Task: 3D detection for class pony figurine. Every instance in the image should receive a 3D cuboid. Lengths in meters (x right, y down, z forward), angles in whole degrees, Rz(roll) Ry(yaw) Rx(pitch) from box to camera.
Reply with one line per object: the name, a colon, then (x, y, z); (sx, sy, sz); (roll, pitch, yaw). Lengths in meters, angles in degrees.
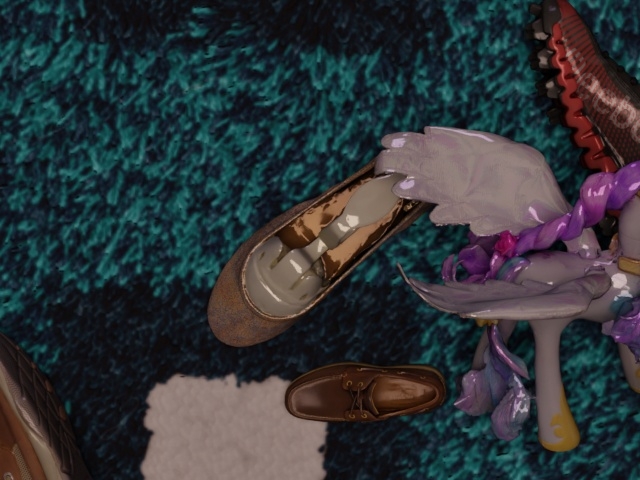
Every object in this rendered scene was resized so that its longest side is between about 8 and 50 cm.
pony figurine: (0.233, 0.039, 1.623); (0.350, 0.303, 0.364); (-2, 129, -4)

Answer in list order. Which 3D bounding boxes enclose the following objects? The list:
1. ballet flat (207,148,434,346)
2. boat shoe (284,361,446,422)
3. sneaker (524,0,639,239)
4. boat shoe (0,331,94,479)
ballet flat: (0.000, 0.000, 1.740); (0.316, 0.106, 0.107); (-42, 91, 4)
boat shoe: (0.048, 0.164, 1.770); (0.177, 0.060, 0.064); (-5, 93, 3)
sneaker: (0.310, -0.138, 1.724); (0.135, 0.097, 0.276); (-24, 94, 4)
boat shoe: (-0.317, 0.252, 1.764); (0.116, 0.123, 0.324); (-26, 90, 6)
